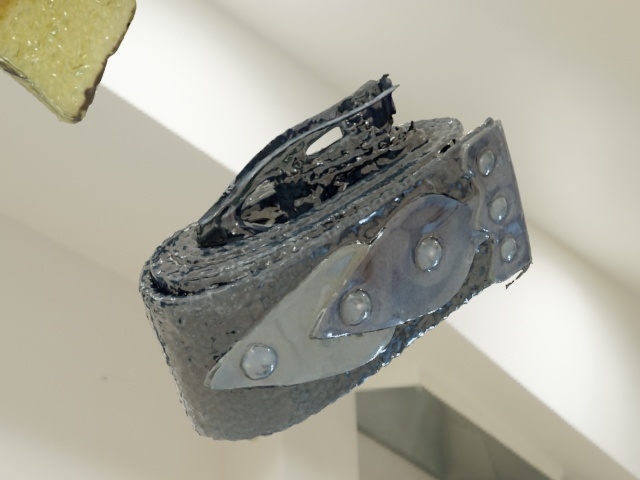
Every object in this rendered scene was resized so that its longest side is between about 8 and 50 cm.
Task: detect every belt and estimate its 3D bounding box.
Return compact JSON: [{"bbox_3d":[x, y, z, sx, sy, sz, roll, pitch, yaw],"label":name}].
[{"bbox_3d":[0.000,0.001,0.532,0.218,0.128,0.122,-34,29,-29],"label":"belt"}]

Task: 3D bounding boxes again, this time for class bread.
[{"bbox_3d":[-0.311,-0.235,0.926,0.141,0.178,0.266,-17,-42,34],"label":"bread"}]
